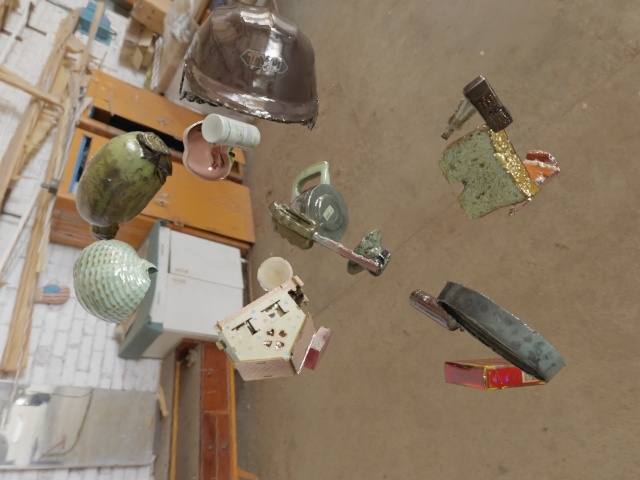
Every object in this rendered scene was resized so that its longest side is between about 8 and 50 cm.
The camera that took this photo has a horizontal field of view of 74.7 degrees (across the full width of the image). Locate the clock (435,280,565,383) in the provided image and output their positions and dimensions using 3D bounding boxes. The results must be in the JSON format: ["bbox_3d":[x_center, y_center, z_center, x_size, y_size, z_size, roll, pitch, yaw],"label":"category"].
[{"bbox_3d":[0.414,0.214,0.993,0.061,0.312,0.312,-51,35,-3],"label":"clock"}]

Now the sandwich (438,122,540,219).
[{"bbox_3d":[0.526,-0.220,1.361,0.273,0.095,0.249,61,147,1],"label":"sandwich"}]

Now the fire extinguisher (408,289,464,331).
[{"bbox_3d":[0.421,0.246,1.449,0.268,0.089,0.072,32,132,60],"label":"fire extinguisher"}]

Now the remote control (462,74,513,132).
[{"bbox_3d":[0.400,-0.318,0.992,0.059,0.212,0.028,-37,55,26],"label":"remote control"}]

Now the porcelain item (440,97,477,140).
[{"bbox_3d":[0.577,-0.505,1.750,0.054,0.084,0.213,-50,-5,-34],"label":"porcelain item"}]

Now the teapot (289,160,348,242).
[{"bbox_3d":[-0.051,-0.137,1.744,0.239,0.239,0.321,-8,105,43],"label":"teapot"}]

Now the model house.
[{"bbox_3d":[-0.133,0.298,1.294,0.244,0.326,0.169,44,154,37],"label":"model house"}]

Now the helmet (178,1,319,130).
[{"bbox_3d":[-0.105,-0.291,0.693,0.305,0.225,0.177,-140,62,-63],"label":"helmet"}]

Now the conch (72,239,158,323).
[{"bbox_3d":[-0.760,0.135,1.503,0.319,0.215,0.302,-13,63,39],"label":"conch"}]

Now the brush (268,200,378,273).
[{"bbox_3d":[0.000,0.000,0.958,0.301,0.084,0.071,29,61,23],"label":"brush"}]

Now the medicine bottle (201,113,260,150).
[{"bbox_3d":[-0.275,-0.335,1.311,0.086,0.183,0.086,2,94,29],"label":"medicine bottle"}]

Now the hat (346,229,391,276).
[{"bbox_3d":[0.245,0.086,1.894,0.128,0.265,0.265,37,107,22],"label":"hat"}]

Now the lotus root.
[{"bbox_3d":[-0.472,-0.126,0.984,0.309,0.173,0.173,-46,41,21],"label":"lotus root"}]

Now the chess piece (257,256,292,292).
[{"bbox_3d":[-0.198,0.145,1.738,0.261,0.143,0.142,156,128,-78],"label":"chess piece"}]

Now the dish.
[{"bbox_3d":[-0.401,-0.313,1.454,0.090,0.213,0.213,15,87,41],"label":"dish"}]

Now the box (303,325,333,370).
[{"bbox_3d":[-0.011,0.431,1.685,0.060,0.156,0.111,22,117,14],"label":"box"}]

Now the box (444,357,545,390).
[{"bbox_3d":[0.645,0.492,1.557,0.197,0.313,0.089,-17,69,62],"label":"box"}]

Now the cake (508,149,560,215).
[{"bbox_3d":[0.826,-0.215,1.640,0.135,0.098,0.287,28,99,24],"label":"cake"}]
